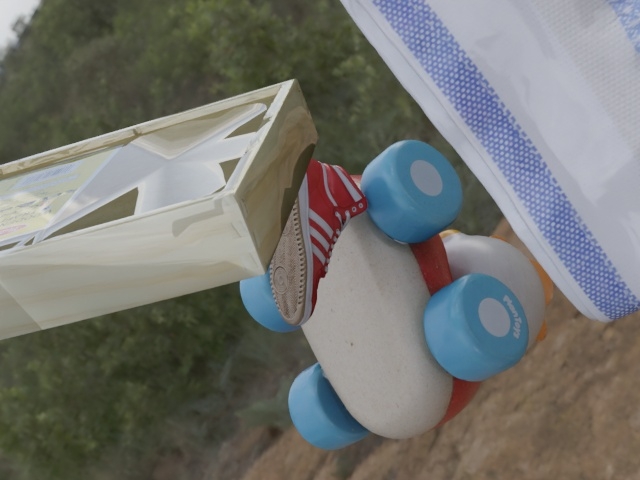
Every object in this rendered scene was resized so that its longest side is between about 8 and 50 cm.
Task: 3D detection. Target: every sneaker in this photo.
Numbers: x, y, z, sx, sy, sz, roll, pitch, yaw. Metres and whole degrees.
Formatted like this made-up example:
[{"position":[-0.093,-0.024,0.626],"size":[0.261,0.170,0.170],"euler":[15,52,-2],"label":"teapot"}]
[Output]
[{"position":[0.000,0.000,0.745],"size":[0.042,0.067,0.118],"euler":[-8,81,49],"label":"sneaker"}]

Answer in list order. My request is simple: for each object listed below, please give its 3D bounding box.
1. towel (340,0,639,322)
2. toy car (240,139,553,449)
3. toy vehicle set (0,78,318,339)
[{"position":[0.144,-0.099,0.336],"size":[0.285,0.209,0.034],"euler":[-31,11,39],"label":"towel"},{"position":[0.100,0.037,0.879],"size":[0.219,0.238,0.210],"euler":[-38,72,46],"label":"toy car"},{"position":[-0.140,-0.004,0.510],"size":[0.267,0.035,0.166],"euler":[-14,21,15],"label":"toy vehicle set"}]
